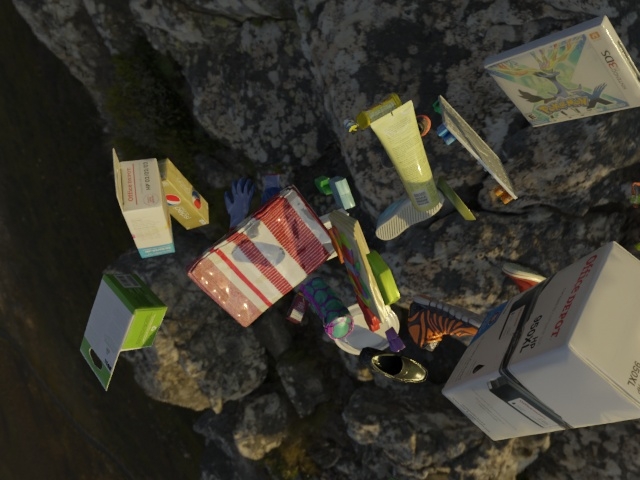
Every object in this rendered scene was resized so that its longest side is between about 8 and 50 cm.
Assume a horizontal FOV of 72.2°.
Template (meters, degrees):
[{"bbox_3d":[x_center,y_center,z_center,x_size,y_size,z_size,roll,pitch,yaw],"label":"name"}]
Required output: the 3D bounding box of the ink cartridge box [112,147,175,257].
[{"bbox_3d":[-0.293,-0.062,0.737,0.181,0.062,0.104,104,151,-58],"label":"ink cartridge box"}]

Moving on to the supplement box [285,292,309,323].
[{"bbox_3d":[-0.069,0.209,1.358,0.043,0.083,0.055,28,159,-10],"label":"supplement box"}]

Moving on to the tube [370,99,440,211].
[{"bbox_3d":[0.189,-0.168,0.921,0.062,0.070,0.240,4,139,40],"label":"tube"}]

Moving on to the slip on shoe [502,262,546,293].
[{"bbox_3d":[0.766,0.167,1.589,0.101,0.331,0.123,-60,33,6],"label":"slip on shoe"}]

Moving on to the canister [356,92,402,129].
[{"bbox_3d":[0.246,-0.548,1.875,0.073,0.170,0.126,60,169,-6],"label":"canister"}]

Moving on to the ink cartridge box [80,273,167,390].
[{"bbox_3d":[-0.550,0.244,1.210,0.189,0.097,0.255,34,107,33],"label":"ink cartridge box"}]

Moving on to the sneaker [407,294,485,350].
[{"bbox_3d":[0.453,0.323,1.570,0.321,0.125,0.179,19,97,47],"label":"sneaker"}]

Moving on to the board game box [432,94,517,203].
[{"bbox_3d":[0.577,-0.357,1.680,0.390,0.390,0.050,41,120,-14],"label":"board game box"}]

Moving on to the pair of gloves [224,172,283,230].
[{"bbox_3d":[-0.173,-0.106,1.205,0.198,0.023,0.159,-5,76,15],"label":"pair of gloves"}]

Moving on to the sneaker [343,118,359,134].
[{"bbox_3d":[0.143,-0.523,2.006,0.059,0.144,0.053,45,102,8],"label":"sneaker"}]

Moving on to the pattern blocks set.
[{"bbox_3d":[0.063,0.041,0.750,0.285,0.026,0.324,-160,47,-79],"label":"pattern blocks set"}]

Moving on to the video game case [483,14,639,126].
[{"bbox_3d":[0.672,-0.444,1.217,0.300,0.036,0.329,33,165,-29],"label":"video game case"}]

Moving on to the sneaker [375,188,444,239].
[{"bbox_3d":[0.385,-0.150,1.963,0.135,0.150,0.366,35,131,-28],"label":"sneaker"}]

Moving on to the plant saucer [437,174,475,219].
[{"bbox_3d":[0.568,-0.173,1.863,0.037,0.241,0.241,-40,81,16],"label":"plant saucer"}]

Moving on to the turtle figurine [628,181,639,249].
[{"bbox_3d":[1.029,-0.051,1.284,0.270,0.217,0.087,28,165,2],"label":"turtle figurine"}]

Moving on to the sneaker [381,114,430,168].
[{"bbox_3d":[0.194,-0.235,1.054,0.061,0.065,0.158,42,124,4],"label":"sneaker"}]

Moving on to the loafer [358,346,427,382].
[{"bbox_3d":[0.213,0.356,1.231,0.078,0.223,0.076,-3,66,68],"label":"loafer"}]

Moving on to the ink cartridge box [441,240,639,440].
[{"bbox_3d":[0.465,0.219,0.889,0.166,0.285,0.395,41,147,7],"label":"ink cartridge box"}]

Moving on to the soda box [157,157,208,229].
[{"bbox_3d":[-0.315,-0.098,0.969,0.058,0.181,0.061,-15,59,8],"label":"soda box"}]

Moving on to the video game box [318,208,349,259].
[{"bbox_3d":[0.000,0.000,1.535,0.048,0.205,0.187,48,148,35],"label":"video game box"}]

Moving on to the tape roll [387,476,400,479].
[{"bbox_3d":[0.148,0.703,0.965,0.077,0.321,0.321,10,113,21],"label":"tape roll"}]

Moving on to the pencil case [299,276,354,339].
[{"bbox_3d":[0.014,0.146,0.967,0.151,0.070,0.064,50,132,51],"label":"pencil case"}]

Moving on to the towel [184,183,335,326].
[{"bbox_3d":[-0.131,0.046,1.082,0.237,0.329,0.037,52,178,-33],"label":"towel"}]

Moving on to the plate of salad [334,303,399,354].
[{"bbox_3d":[0.133,0.259,1.307,0.200,0.048,0.199,-2,119,-3],"label":"plate of salad"}]
